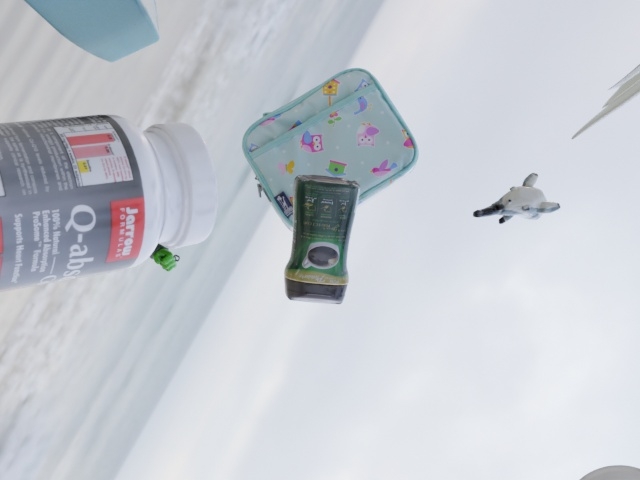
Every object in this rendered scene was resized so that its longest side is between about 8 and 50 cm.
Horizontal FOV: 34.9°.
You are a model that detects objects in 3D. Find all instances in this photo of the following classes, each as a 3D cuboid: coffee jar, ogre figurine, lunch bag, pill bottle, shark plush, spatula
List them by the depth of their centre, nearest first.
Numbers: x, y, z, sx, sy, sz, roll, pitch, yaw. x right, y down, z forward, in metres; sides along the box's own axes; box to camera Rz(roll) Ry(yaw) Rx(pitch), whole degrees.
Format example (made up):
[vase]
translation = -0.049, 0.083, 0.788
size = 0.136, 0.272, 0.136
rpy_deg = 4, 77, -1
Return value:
[spatula]
translation = 0.324, -0.178, 0.850
size = 0.242, 0.019, 0.168
rpy_deg = -40, 177, 40
[pill bottle]
translation = -0.330, -0.054, 1.313
size = 0.363, 0.210, 0.210
rpy_deg = -11, 150, -33
[coffee jar]
translation = 0.000, 0.000, 1.478
size = 0.079, 0.096, 0.184
rpy_deg = -130, -133, -78
[shark plush]
translation = 0.301, -0.043, 1.567
size = 0.161, 0.073, 0.067
rpy_deg = -24, 157, -43
[ogre figurine]
translation = -0.300, -0.046, 1.602
size = 0.118, 0.197, 0.097
rpy_deg = 19, -108, 48
[lunch bag]
translation = 0.010, -0.154, 1.750
size = 0.279, 0.224, 0.108
rpy_deg = -31, 177, -1

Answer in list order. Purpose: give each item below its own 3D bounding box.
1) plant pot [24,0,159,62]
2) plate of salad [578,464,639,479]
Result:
[plant pot]
translation = -0.383, -0.431, 1.756
size = 0.165, 0.234, 0.166
rpy_deg = -22, -128, 14
[plate of salad]
translation = 0.402, 0.400, 1.351
size = 0.200, 0.048, 0.200
rpy_deg = -18, -117, 40
